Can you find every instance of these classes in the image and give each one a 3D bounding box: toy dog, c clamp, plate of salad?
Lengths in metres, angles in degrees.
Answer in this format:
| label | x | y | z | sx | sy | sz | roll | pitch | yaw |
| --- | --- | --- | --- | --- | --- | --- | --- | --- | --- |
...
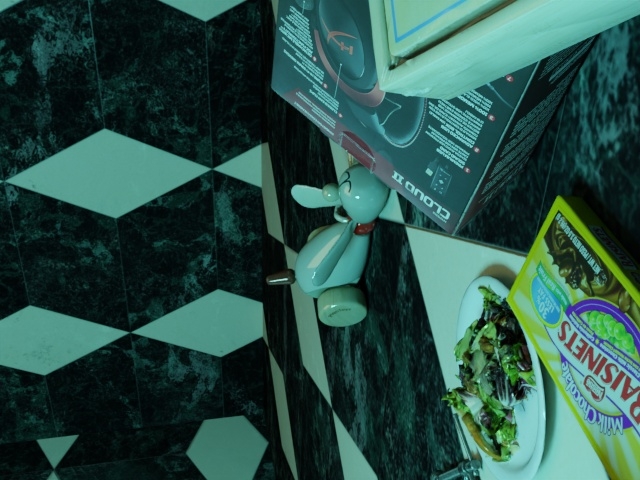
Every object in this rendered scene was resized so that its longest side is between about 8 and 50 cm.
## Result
| label | x | y | z | sx | sy | sz | roll | pitch | yaw |
| --- | --- | --- | --- | --- | --- | --- | --- | --- | --- |
| toy dog | 0.000 | 0.000 | 1.201 | 0.220 | 0.161 | 0.333 | -108 | 17 | -51 |
| c clamp | 0.157 | 0.284 | 0.873 | 0.160 | 0.022 | 0.137 | 107 | 152 | -59 |
| plate of salad | 0.157 | 0.133 | 0.727 | 0.200 | 0.048 | 0.199 | 176 | 90 | -80 |

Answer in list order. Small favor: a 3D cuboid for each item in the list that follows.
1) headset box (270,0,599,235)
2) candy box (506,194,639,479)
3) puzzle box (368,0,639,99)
| label | x | y | z | sx | sy | sz | roll | pitch | yaw |
| --- | --- | --- | --- | --- | --- | --- | --- | --- | --- |
| headset box | 0.079 | -0.158 | 0.579 | 0.218 | 0.110 | 0.293 | 41 | 152 | 18 |
| candy box | 0.191 | 0.067 | 0.517 | 0.206 | 0.027 | 0.105 | -108 | 28 | -53 |
| puzzle box | 0.141 | -0.236 | 0.254 | 0.409 | 0.052 | 0.272 | -17 | 77 | 57 |
